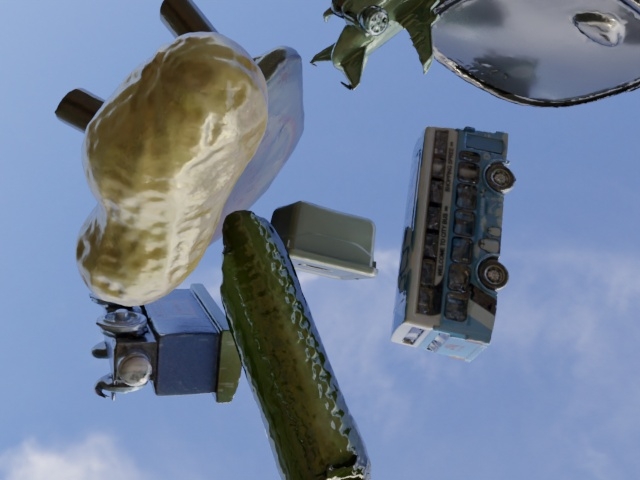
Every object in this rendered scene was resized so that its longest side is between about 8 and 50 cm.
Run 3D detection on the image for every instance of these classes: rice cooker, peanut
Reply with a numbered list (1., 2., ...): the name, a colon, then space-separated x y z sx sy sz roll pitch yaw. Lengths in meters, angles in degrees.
1. rice cooker: 0.216 -0.265 0.794 0.267 0.267 0.225 2 -109 29
2. peanut: -0.156 -0.059 0.812 0.147 0.147 0.319 55 -48 26

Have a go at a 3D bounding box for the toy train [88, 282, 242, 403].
1. toy train: -0.240 0.143 1.291 0.299 0.201 0.131 -144 -124 -68

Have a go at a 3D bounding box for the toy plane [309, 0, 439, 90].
1. toy plane: 0.031 -0.105 0.389 0.083 0.033 0.080 -47 -137 -2

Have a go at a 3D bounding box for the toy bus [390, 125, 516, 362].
1. toy bus: 0.173 -0.002 1.119 0.131 0.106 0.297 10 -114 -4

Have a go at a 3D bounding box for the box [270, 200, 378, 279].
1. box: 0.000 0.000 1.313 0.124 0.172 0.093 -10 -112 63

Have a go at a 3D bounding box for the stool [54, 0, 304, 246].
1. stool: -0.193 -0.173 1.309 0.226 0.310 0.310 38 -107 12

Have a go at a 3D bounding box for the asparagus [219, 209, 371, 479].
1. asparagus: -0.038 0.150 1.038 0.108 0.128 0.382 -22 -99 10
